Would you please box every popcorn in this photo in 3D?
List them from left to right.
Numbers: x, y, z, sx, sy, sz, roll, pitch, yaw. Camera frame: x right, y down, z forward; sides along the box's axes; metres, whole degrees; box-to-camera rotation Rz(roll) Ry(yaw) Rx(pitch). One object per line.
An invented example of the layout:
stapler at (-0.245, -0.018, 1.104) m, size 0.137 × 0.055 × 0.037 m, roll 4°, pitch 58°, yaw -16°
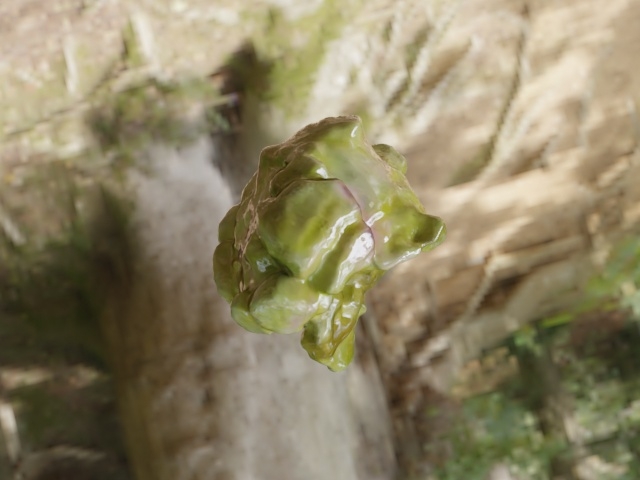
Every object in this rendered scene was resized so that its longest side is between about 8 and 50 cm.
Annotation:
popcorn at (-0.001, -0.002, 0.764) m, size 0.089 × 0.109 × 0.097 m, roll 25°, pitch 147°, yaw -25°
